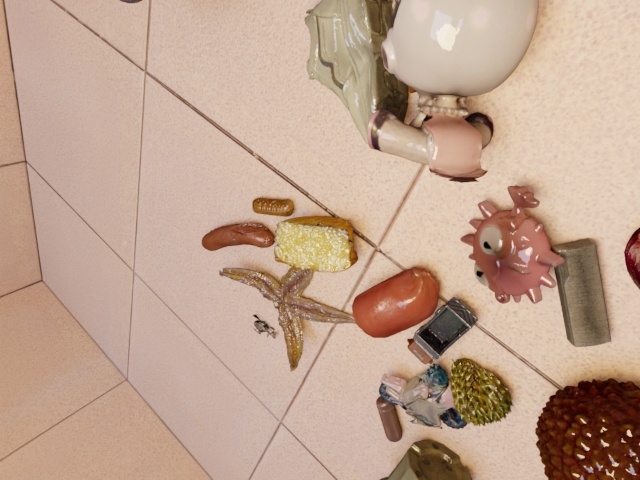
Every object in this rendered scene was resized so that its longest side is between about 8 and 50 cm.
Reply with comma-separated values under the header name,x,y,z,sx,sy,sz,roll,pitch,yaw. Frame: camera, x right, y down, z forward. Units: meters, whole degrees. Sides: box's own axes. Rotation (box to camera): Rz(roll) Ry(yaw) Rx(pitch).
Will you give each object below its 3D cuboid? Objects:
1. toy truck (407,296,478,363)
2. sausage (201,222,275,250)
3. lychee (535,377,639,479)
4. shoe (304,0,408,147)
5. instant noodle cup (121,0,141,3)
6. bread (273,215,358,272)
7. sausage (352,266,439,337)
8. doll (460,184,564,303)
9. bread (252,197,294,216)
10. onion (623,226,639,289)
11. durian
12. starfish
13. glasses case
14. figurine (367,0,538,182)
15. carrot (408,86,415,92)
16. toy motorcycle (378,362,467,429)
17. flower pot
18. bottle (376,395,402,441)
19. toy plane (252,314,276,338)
name,x,y,z,sx,sy,sz,roll,pitch,yaw
toy truck,0.291,0.218,1.030,0.083,0.092,0.192,44,127,14
sausage,-0.276,-0.012,1.406,0.327,0.079,0.087,-4,108,39
lychee,0.561,0.421,0.778,0.330,0.306,0.305,24,129,58
shoe,0.063,-0.364,0.921,0.211,0.132,0.341,0,107,44
instant noodle cup,-0.349,-0.730,0.978,0.340,0.266,0.339,19,123,32
bread,0.000,0.000,1.138,0.229,0.139,0.143,9,114,24
sausage,0.182,0.162,1.068,0.254,0.148,0.148,-31,90,45
doll,0.379,0.016,0.853,0.211,0.093,0.261,41,142,43
bread,-0.143,-0.100,1.273,0.157,0.044,0.052,8,113,37
onion,0.600,0.070,0.688,0.195,0.140,0.218,10,121,29
durian,0.387,0.369,1.014,0.108,0.119,0.186,-28,91,48
starfish,-0.107,0.193,1.337,0.384,0.132,0.398,-31,75,36
glasses case,0.501,0.102,0.820,0.071,0.047,0.204,-14,104,12
figurine,0.239,-0.300,0.732,0.211,0.253,0.361,40,132,55
carrot,0.222,-0.326,0.868,0.093,0.032,0.032,-11,104,45
toy motorcycle,0.274,0.390,1.134,0.239,0.108,0.204,4,121,11
flower pot,0.289,0.721,1.202,0.290,0.290,0.259,28,114,26
bottle,0.208,0.538,1.293,0.053,0.053,0.140,-5,108,41
toy plane,-0.204,0.317,1.544,0.121,0.031,0.049,35,121,25
